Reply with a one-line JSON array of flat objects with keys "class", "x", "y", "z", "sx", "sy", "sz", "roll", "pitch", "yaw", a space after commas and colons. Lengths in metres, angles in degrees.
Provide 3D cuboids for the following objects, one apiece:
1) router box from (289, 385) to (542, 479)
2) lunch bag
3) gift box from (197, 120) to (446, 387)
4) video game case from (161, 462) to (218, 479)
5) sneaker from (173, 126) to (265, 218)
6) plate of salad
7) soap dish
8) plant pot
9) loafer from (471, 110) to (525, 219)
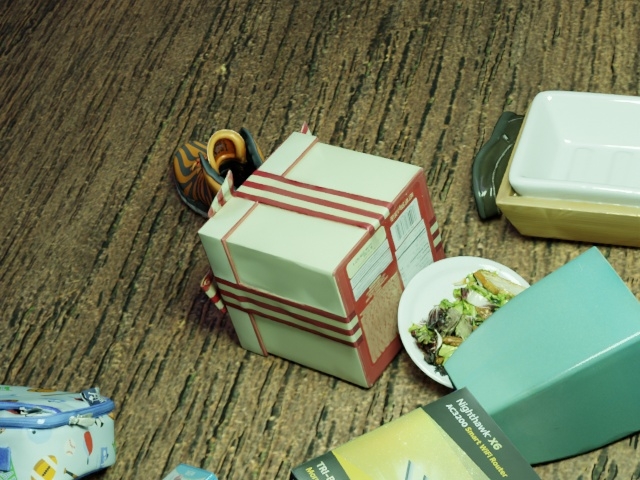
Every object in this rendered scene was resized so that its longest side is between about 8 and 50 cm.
[{"class": "router box", "x": 0.144, "y": 0.333, "z": 1.591, "sx": 0.242, "sy": 0.081, "sz": 0.309, "roll": -22, "pitch": 55, "yaw": -25}, {"class": "lunch bag", "x": -0.417, "y": 0.247, "z": 1.868, "sx": 0.303, "sy": 0.115, "sz": 0.243, "roll": 0, "pitch": -1, "yaw": 18}, {"class": "gift box", "x": 0.000, "y": 0.000, "z": 1.977, "sx": 0.258, "sy": 0.276, "sz": 0.255, "roll": 15, "pitch": 45, "yaw": 35}, {"class": "video game case", "x": -0.210, "y": 0.339, "z": 1.808, "sx": 0.166, "sy": 0.015, "sz": 0.119, "roll": -41, "pitch": 14, "yaw": -21}, {"class": "sneaker", "x": -0.140, "y": -0.110, "z": 2.214, "sx": 0.124, "sy": 0.180, "sz": 0.321, "roll": -32, "pitch": 42, "yaw": -17}, {"class": "plate of salad", "x": 0.200, "y": 0.103, "z": 1.906, "sx": 0.199, "sy": 0.048, "sz": 0.200, "roll": 3, "pitch": 60, "yaw": -6}, {"class": "soap dish", "x": 0.410, "y": -0.095, "z": 2.033, "sx": 0.290, "sy": 0.118, "sz": 0.229, "roll": 6, "pitch": 45, "yaw": 19}, {"class": "plant pot", "x": 0.282, "y": 0.159, "z": 1.779, "sx": 0.234, "sy": 0.165, "sz": 0.166, "roll": -26, "pitch": 40, "yaw": -1}, {"class": "loafer", "x": 0.278, "y": -0.115, "z": 2.146, "sx": 0.078, "sy": 0.080, "sz": 0.220, "roll": 4, "pitch": 44, "yaw": 24}]
